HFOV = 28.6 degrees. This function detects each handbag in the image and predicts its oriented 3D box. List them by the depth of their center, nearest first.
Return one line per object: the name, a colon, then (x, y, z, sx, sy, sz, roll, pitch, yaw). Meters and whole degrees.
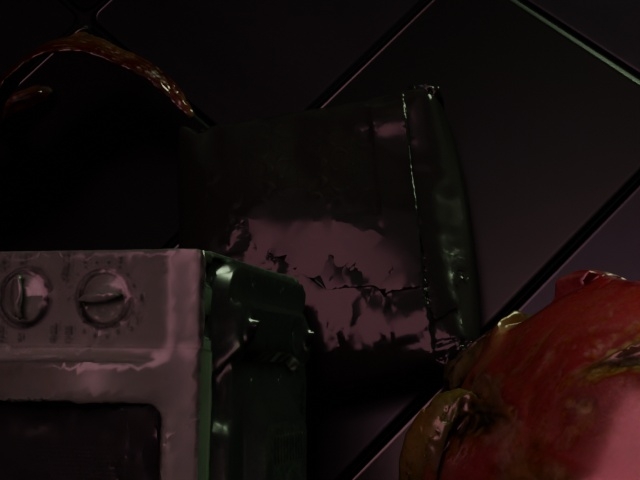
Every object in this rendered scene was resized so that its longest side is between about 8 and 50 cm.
handbag: (0.000, 0.000, 0.942, 0.223, 0.080, 0.247, -10, 62, 12)

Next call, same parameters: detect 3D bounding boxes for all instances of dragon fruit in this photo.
dragon fruit: (0.160, 0.176, 0.716, 0.269, 0.250, 0.291, 26, 89, 32)

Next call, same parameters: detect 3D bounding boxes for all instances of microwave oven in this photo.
microwave oven: (-0.106, 0.159, 0.767, 0.181, 0.237, 0.295, -2, 83, 16)

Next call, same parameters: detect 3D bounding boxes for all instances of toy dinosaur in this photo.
toy dinosaur: (-0.281, -0.057, 1.037, 0.327, 0.206, 0.113, -37, 103, -11)
